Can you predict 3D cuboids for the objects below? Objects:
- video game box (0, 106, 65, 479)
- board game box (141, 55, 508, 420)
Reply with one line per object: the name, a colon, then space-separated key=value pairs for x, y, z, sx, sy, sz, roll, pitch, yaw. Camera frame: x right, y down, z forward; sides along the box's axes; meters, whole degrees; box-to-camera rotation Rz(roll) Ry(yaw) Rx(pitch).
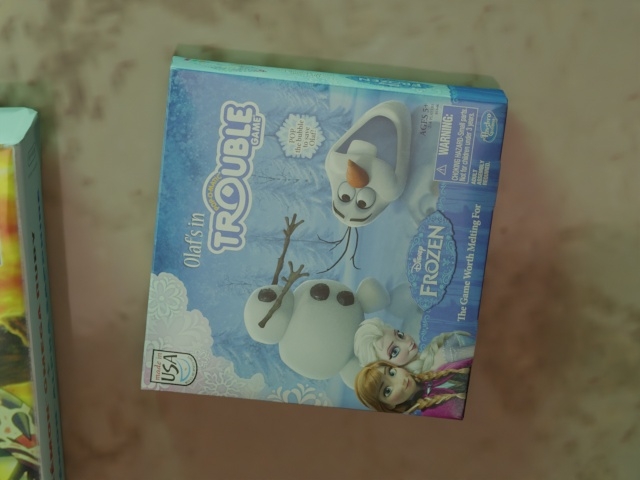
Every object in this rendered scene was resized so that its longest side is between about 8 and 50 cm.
video game box: x=-0.172 y=0.063 z=0.517 sx=0.205 sy=0.048 sz=0.187 roll=-3 pitch=108 yaw=-1
board game box: x=0.000 y=0.000 z=0.518 sx=0.090 sy=0.020 sz=0.090 roll=6 pitch=105 yaw=-2
